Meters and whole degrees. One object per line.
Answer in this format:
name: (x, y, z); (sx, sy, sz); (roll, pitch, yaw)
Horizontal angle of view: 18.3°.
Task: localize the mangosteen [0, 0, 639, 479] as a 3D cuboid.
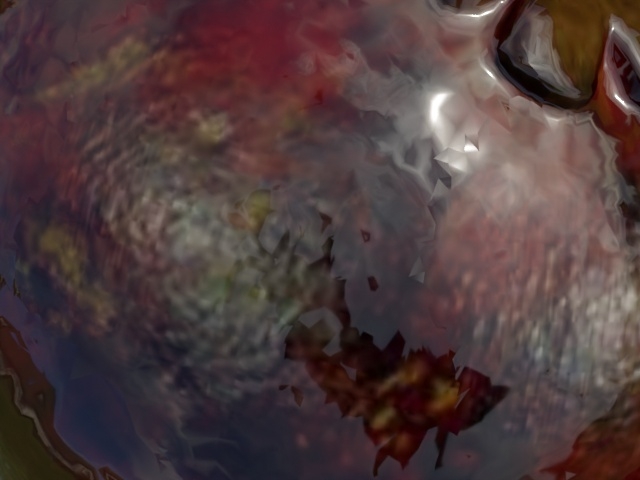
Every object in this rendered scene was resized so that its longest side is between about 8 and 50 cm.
mangosteen: (0.000, 0.000, 0.677); (0.306, 0.306, 0.359); (46, 145, 6)
